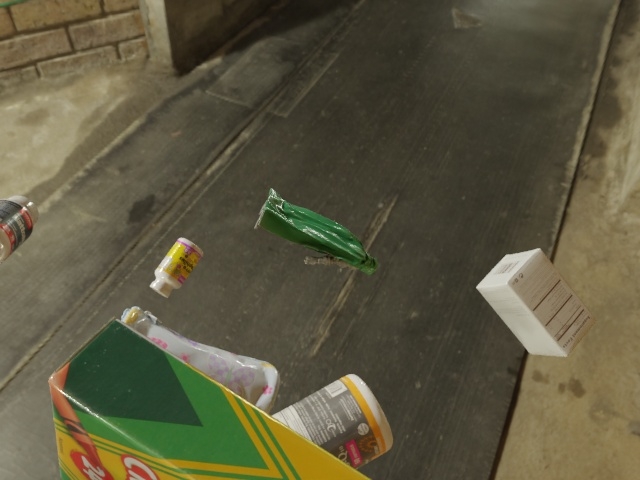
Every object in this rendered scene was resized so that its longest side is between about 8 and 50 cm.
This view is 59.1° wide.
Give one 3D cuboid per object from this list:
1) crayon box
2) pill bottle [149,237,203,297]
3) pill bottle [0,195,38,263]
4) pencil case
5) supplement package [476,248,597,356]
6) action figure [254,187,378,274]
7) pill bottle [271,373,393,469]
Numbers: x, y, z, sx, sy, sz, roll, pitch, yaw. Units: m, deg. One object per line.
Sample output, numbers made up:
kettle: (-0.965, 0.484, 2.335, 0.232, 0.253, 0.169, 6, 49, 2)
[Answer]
crayon box: (-0.076, 0.225, 0.479, 0.318, 0.202, 0.081, 28, 42, 10)
pill bottle: (-0.209, 0.040, 0.816, 0.043, 0.043, 0.083, 26, 71, 19)
pill bottle: (-0.692, -0.030, 1.228, 0.107, 0.108, 0.180, 1, 26, -1)
pencil case: (-0.199, 0.205, 0.868, 0.273, 0.113, 0.124, 26, 42, -12)
supplement package: (0.408, 0.119, 1.071, 0.105, 0.105, 0.179, -41, 95, -19)
action figure: (0.000, 0.000, 0.992, 0.232, 0.064, 0.137, 27, 33, -10)
pill bottle: (-0.018, 0.382, 1.058, 0.278, 0.162, 0.162, -26, 55, -14)
